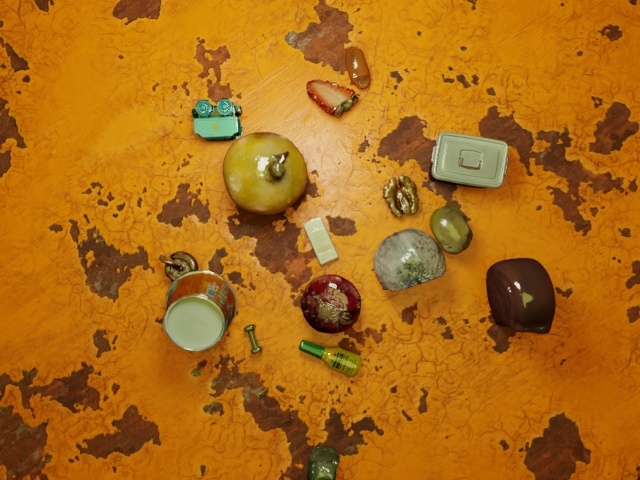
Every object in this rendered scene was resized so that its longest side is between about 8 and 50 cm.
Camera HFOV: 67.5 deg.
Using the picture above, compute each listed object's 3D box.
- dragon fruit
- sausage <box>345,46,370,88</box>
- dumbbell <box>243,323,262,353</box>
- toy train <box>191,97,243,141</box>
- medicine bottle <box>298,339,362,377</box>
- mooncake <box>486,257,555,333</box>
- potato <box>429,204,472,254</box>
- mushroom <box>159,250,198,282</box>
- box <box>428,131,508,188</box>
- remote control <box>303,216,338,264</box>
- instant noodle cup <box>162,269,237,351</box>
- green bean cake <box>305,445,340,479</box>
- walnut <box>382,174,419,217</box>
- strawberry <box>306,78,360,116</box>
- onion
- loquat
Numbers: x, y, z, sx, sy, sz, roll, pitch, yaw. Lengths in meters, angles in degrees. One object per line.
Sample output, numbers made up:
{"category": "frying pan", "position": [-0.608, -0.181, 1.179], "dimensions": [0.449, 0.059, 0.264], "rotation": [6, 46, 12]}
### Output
{"category": "dragon fruit", "position": [0.344, 0.066, 1.880], "dimensions": [0.283, 0.221, 0.203], "rotation": [-20, 95, 2]}
{"category": "sausage", "position": [0.152, -0.706, 1.964], "dimensions": [0.089, 0.089, 0.179], "rotation": [-15, 92, 0]}
{"category": "dumbbell", "position": [-0.276, 0.403, 1.960], "dimensions": [0.052, 0.046, 0.117], "rotation": [-17, 88, -5]}
{"category": "toy train", "position": [-0.418, -0.487, 1.946], "dimensions": [0.204, 0.112, 0.162], "rotation": [-3, 94, 3]}
{"category": "medicine bottle", "position": [0.037, 0.471, 1.948], "dimensions": [0.261, 0.064, 0.094], "rotation": [22, 89, 2]}
{"category": "mooncake", "position": [0.747, 0.219, 1.829], "dimensions": [0.174, 0.325, 0.333], "rotation": [-6, 121, -2]}
{"category": "potato", "position": [0.523, -0.042, 1.913], "dimensions": [0.137, 0.154, 0.200], "rotation": [-28, 90, 20]}
{"category": "mushroom", "position": [-0.579, 0.105, 1.949], "dimensions": [0.171, 0.080, 0.135], "rotation": [32, 85, -6]}
{"category": "box", "position": [0.576, -0.306, 1.908], "dimensions": [0.294, 0.167, 0.193], "rotation": [10, 87, 1]}
{"category": "remote control", "position": [0.000, 0.000, 1.973], "dimensions": [0.088, 0.029, 0.189], "rotation": [-25, 89, 0]}
{"category": "instant noodle cup", "position": [-0.472, 0.278, 1.847], "dimensions": [0.297, 0.214, 0.296], "rotation": [-1, 103, -6]}
{"category": "green bean cake", "position": [0.007, 0.934, 1.858], "dimensions": [0.125, 0.227, 0.222], "rotation": [8, 89, -1]}
{"category": "walnut", "position": [0.326, -0.180, 1.956], "dimensions": [0.143, 0.069, 0.170], "rotation": [-14, 90, -1]}
{"category": "strawberry", "position": [0.047, -0.587, 1.969], "dimensions": [0.167, 0.087, 0.208], "rotation": [-34, 62, -20]}
{"category": "onion", "position": [0.043, 0.250, 1.891], "dimensions": [0.247, 0.190, 0.246], "rotation": [3, 98, 22]}
{"category": "loquat", "position": [-0.202, -0.256, 1.828], "dimensions": [0.329, 0.359, 0.328], "rotation": [-2, 94, -22]}
